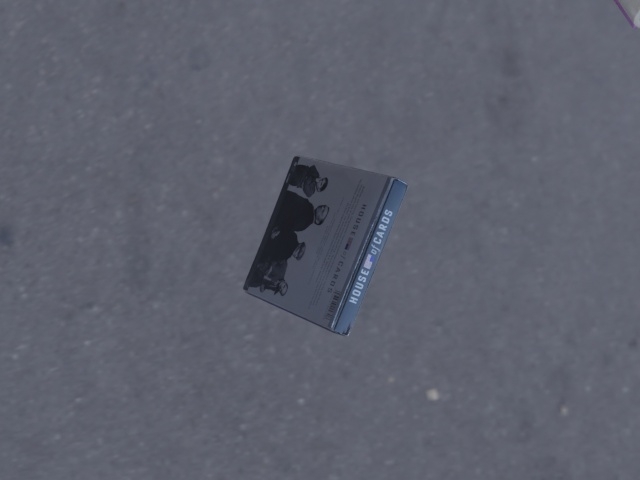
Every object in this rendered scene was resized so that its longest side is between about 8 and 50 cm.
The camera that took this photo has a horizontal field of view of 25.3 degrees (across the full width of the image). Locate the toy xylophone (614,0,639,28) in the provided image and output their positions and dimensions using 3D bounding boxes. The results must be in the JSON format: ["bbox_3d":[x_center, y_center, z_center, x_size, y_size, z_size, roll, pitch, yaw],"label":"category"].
[{"bbox_3d":[0.396,-0.389,1.553,0.081,0.322,0.236,-12,73,-43],"label":"toy xylophone"}]

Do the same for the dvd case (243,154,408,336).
[{"bbox_3d":[0.000,0.000,1.624,0.029,0.238,0.179,23,88,-29],"label":"dvd case"}]
